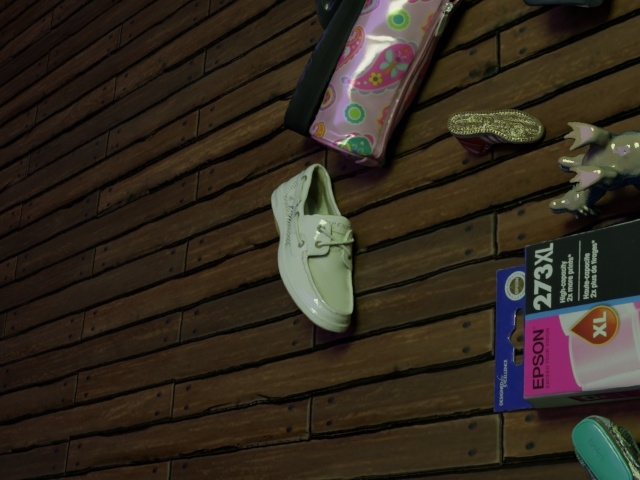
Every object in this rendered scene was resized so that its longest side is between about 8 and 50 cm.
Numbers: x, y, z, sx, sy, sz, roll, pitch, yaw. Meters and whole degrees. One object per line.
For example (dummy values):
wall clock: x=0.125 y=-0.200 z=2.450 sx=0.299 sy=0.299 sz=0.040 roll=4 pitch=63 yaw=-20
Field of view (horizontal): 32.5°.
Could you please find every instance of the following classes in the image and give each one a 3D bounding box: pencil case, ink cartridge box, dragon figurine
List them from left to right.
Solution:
pencil case: x=0.091 y=-0.243 z=1.498 sx=0.124 sy=0.124 sz=0.284 roll=34 pitch=100 yaw=51
ink cartridge box: x=0.309 y=0.075 z=1.143 sx=0.371 sy=0.069 sz=0.175 roll=-18 pitch=61 yaw=48
dragon figurine: x=0.348 y=-0.088 z=1.129 sx=0.289 sy=0.144 sz=0.085 roll=-15 pitch=78 yaw=37

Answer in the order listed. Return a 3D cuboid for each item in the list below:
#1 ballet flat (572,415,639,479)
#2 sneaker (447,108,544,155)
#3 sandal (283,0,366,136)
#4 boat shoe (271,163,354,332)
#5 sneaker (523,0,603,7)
ballet flat: x=0.310 y=0.252 z=1.061 sx=0.070 sy=0.070 sz=0.188 roll=-44 pitch=49 yaw=30
sneaker: x=0.221 y=-0.132 z=1.362 sx=0.119 sy=0.067 sz=0.042 roll=7 pitch=76 yaw=21
sandal: x=0.035 y=-0.366 z=1.566 sx=0.107 sy=0.167 sz=0.445 roll=28 pitch=100 yaw=9
boat shoe: x=0.000 y=0.000 z=1.519 sx=0.096 sy=0.098 sz=0.277 roll=-46 pitch=43 yaw=30
sneaker: x=0.343 y=-0.369 z=1.270 sx=0.282 sy=0.153 sz=0.099 roll=-21 pitch=23 yaw=7
